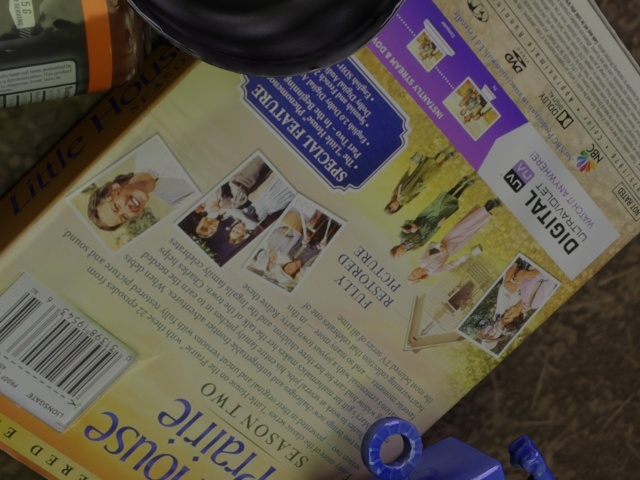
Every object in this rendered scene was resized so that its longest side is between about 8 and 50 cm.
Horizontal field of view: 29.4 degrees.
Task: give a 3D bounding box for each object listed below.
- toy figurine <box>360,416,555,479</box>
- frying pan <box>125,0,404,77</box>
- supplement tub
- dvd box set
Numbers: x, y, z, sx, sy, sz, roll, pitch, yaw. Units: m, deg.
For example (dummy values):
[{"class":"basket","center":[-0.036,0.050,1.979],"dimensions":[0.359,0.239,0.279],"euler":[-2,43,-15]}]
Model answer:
[{"class":"toy figurine","center":[0.030,0.209,0.774],"dimensions":[0.362,0.191,0.217],"euler":[-21,114,-17]},{"class":"frying pan","center":[-0.039,-0.236,0.543],"dimensions":[0.197,0.053,0.326],"euler":[-13,100,-34]},{"class":"supplement tub","center":[-0.153,-0.116,0.580],"dimensions":[0.197,0.106,0.106],"euler":[-13,120,-16]},{"class":"dvd box set","center":[0.000,0.000,0.729],"dimensions":[0.420,0.062,0.307],"euler":[-44,124,4]}]
